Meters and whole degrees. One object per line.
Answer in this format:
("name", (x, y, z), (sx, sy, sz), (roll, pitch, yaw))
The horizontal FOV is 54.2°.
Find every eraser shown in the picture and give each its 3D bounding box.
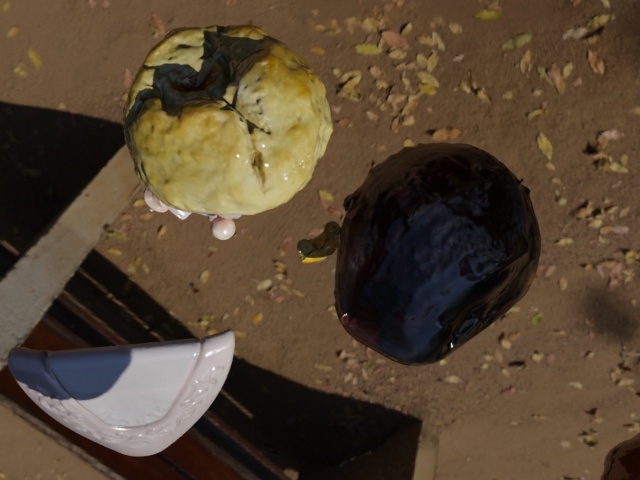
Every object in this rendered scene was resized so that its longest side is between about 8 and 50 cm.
("eraser", (-0.193, 0.179, 0.664), (0.204, 0.059, 0.243), (-5, 139, -12))

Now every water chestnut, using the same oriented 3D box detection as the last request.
("water chestnut", (0.143, 0.003, 0.921), (0.302, 0.350, 0.350), (45, 137, 34))

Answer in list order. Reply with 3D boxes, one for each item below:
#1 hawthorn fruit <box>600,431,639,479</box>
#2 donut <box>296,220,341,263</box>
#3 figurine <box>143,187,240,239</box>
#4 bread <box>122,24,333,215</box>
("hawthorn fruit", (0.452, 0.320, 0.787), (0.189, 0.189, 0.189), (7, 126, 10))
("donut", (0.000, 0.000, 1.112), (0.067, 0.038, 0.083), (1, 133, -37))
("figurine", (-0.170, -0.100, 0.965), (0.133, 0.200, 0.276), (15, 161, -36))
("bread", (-0.106, -0.144, 0.695), (0.244, 0.245, 0.134), (6, 148, 11))
